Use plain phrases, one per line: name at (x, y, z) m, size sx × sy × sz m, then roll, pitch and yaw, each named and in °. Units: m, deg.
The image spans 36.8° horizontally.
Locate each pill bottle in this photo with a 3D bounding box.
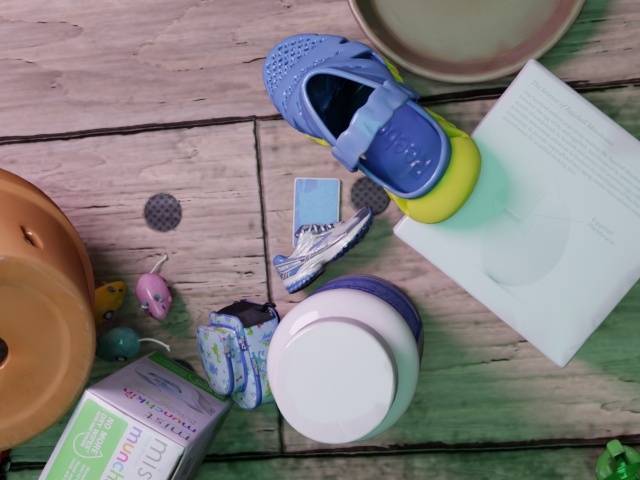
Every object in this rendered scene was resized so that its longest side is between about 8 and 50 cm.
pill bottle at (0.028, 0.120, 0.989) m, size 0.152 × 0.272 × 0.153 m, roll 0°, pitch 93°, yaw 8°

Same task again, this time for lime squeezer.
lime squeezer at (0.354, 0.289, 1.043) m, size 0.058 × 0.110 × 0.310 m, roll -35°, pitch 119°, yaw -7°

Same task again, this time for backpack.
backpack at (-0.088, 0.134, 1.089) m, size 0.084 × 0.105 × 0.114 m, roll -20°, pitch 99°, yaw -26°

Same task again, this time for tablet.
tablet at (-0.005, -0.031, 1.120) m, size 0.054 × 0.006 × 0.083 m, roll 2°, pitch 93°, yaw 8°

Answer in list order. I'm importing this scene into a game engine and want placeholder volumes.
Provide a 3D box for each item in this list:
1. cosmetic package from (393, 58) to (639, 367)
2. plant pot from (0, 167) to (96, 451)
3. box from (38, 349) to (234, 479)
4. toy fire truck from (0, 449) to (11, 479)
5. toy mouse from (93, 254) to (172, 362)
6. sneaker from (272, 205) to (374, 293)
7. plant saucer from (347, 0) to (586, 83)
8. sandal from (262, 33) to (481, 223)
cosmetic package at (0.236, -0.030, 1.018) m, size 0.224 × 0.138 × 0.225 m, roll 40°, pitch 99°, yaw 5°
plant pot at (-0.349, 0.080, 0.962) m, size 0.290 × 0.203 × 0.291 m, roll -10°, pitch 110°, yaw -29°
box at (-0.223, 0.279, 1.056) m, size 0.126 × 0.231 × 0.262 m, roll 29°, pitch 98°, yaw 5°
toy fire truck at (-0.419, 0.293, 1.132) m, size 0.047 × 0.135 × 0.192 m, roll 15°, pitch 95°, yaw 7°
toy mouse at (-0.220, 0.086, 1.108) m, size 0.161 × 0.031 × 0.143 m, roll -45°, pitch 49°, yaw -11°
sneaker at (0.000, 0.000, 1.092) m, size 0.135 × 0.052 × 0.058 m, roll -40°, pitch 83°, yaw 8°
plant saucer at (0.161, -0.311, 1.064) m, size 0.277 × 0.041 × 0.278 m, roll 1°, pitch 93°, yaw 9°
sandal at (0.028, -0.143, 0.987) m, size 0.126 × 0.138 × 0.317 m, roll -56°, pitch 45°, yaw 6°
